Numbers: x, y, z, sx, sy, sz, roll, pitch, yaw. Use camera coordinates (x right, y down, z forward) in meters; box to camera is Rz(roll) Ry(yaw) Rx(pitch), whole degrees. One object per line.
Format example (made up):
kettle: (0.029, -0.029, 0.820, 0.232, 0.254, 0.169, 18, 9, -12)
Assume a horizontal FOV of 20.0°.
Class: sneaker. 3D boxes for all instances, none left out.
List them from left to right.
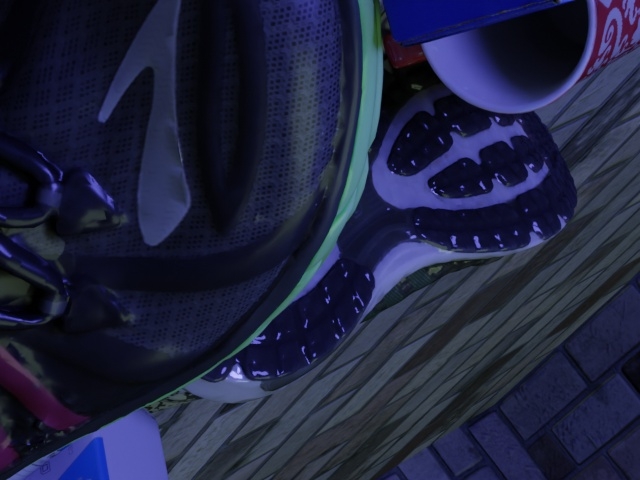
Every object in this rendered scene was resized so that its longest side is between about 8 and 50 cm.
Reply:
sneaker: (-0.160, 0.025, 0.727, 0.483, 0.185, 0.202, -44, 170, 25)
sneaker: (0.000, 0.000, 1.185, 0.410, 0.158, 0.182, -24, 171, -41)

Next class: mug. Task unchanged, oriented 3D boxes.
mug: (0.130, -0.152, 1.121, 0.169, 0.150, 0.113, -25, 127, -57)

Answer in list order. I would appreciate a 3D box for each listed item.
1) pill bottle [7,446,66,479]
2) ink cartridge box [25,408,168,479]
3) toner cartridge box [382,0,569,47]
pill bottle: (-0.191, 0.075, 0.956, 0.221, 0.124, 0.124, -39, 167, 2)
ink cartridge box: (-0.186, 0.179, 1.023, 0.203, 0.148, 0.086, -30, 133, 11)
toner cartridge box: (0.134, -0.191, 0.758, 0.075, 0.165, 0.348, -10, -172, 39)
